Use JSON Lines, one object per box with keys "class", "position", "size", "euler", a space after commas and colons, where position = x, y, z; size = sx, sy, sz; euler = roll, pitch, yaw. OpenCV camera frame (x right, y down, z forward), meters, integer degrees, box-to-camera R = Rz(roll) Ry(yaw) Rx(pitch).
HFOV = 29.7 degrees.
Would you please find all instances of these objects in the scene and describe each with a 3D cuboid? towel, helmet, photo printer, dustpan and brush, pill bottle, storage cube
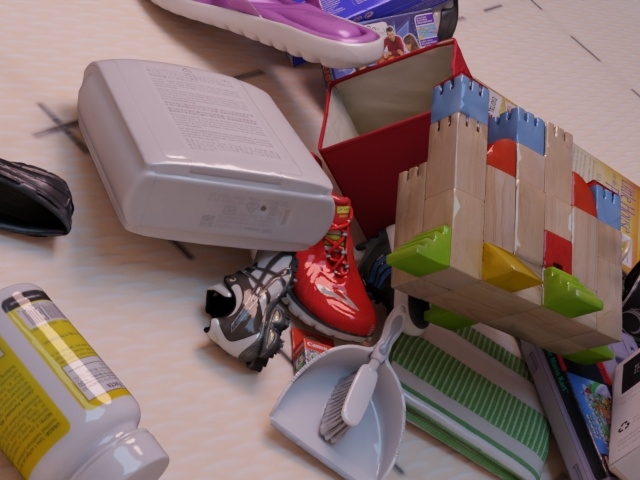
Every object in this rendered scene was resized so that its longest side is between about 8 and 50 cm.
{"class": "towel", "position": [0.191, 0.154, 1.535], "size": [0.248, 0.038, 0.325], "euler": [32, 32, -8]}
{"class": "helmet", "position": [0.511, 0.114, 1.754], "size": [0.161, 0.169, 0.169], "euler": [30, 33, 7]}
{"class": "photo printer", "position": [-0.149, -0.114, 1.441], "size": [0.256, 0.107, 0.307], "euler": [6, 31, -29]}
{"class": "dustpan and brush", "position": [0.049, 0.151, 1.330], "size": [0.147, 0.060, 0.211], "euler": [37, 45, -9]}
{"class": "pill bottle", "position": [-0.238, 0.150, 1.082], "size": [0.208, 0.119, 0.119], "euler": [47, 35, 15]}
{"class": "storage cube", "position": [0.126, -0.122, 1.610], "size": [0.193, 0.215, 0.183], "euler": [60, 22, -30]}

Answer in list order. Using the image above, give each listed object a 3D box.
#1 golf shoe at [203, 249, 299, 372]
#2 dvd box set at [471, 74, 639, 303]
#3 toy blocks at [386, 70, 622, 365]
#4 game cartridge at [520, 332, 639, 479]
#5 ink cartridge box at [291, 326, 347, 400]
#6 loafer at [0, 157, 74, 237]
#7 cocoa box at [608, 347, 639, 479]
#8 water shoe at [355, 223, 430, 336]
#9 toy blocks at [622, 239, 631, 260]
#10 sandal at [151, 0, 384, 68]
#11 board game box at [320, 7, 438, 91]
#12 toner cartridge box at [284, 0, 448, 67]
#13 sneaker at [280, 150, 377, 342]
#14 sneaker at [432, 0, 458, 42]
{"class": "golf shoe", "position": [-0.081, 0.054, 1.375], "size": [0.094, 0.077, 0.198], "euler": [26, 34, -15]}
{"class": "dvd box set", "position": [0.341, -0.102, 1.949], "size": [0.420, 0.062, 0.307], "euler": [32, 34, -6]}
{"class": "toy blocks", "position": [0.230, -0.032, 1.433], "size": [0.381, 0.191, 0.261], "euler": [23, 61, -33]}
{"class": "game cartridge", "position": [0.382, 0.243, 1.545], "size": [0.230, 0.068, 0.355], "euler": [25, 36, -37]}
{"class": "ink cartridge box", "position": [0.002, 0.142, 1.383], "size": [0.063, 0.029, 0.115], "euler": [20, 39, -24]}
{"class": "loafer", "position": [-0.360, -0.053, 1.255], "size": [0.223, 0.076, 0.078], "euler": [15, 31, -34]}
{"class": "cocoa box", "position": [0.543, 0.184, 1.411], "size": [0.228, 0.347, 0.231], "euler": [41, 30, -7]}
{"class": "water shoe", "position": [0.086, 0.060, 1.499], "size": [0.073, 0.080, 0.203], "euler": [58, 16, -28]}
{"class": "toy blocks", "position": [0.366, 0.010, 1.789], "size": [0.148, 0.123, 0.054], "euler": [34, 3, -5]}
{"class": "sandal", "position": [-0.080, -0.353, 1.726], "size": [0.416, 0.102, 0.169], "euler": [24, 28, 25]}
{"class": "board game box", "position": [0.096, -0.270, 1.838], "size": [0.201, 0.035, 0.136], "euler": [-16, 97, -29]}
{"class": "toner cartridge box", "position": [0.075, -0.416, 1.893], "size": [0.348, 0.075, 0.165], "euler": [-24, 66, -11]}
{"class": "sneaker", "position": [0.000, 0.000, 1.472], "size": [0.107, 0.118, 0.279], "euler": [4, 45, -38]}
{"class": "sneaker", "position": [0.027, -0.454, 2.041], "size": [0.257, 0.169, 0.447], "euler": [-6, 43, -34]}
